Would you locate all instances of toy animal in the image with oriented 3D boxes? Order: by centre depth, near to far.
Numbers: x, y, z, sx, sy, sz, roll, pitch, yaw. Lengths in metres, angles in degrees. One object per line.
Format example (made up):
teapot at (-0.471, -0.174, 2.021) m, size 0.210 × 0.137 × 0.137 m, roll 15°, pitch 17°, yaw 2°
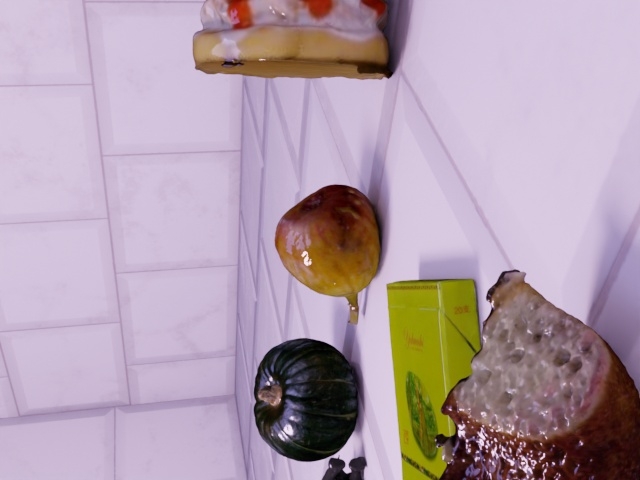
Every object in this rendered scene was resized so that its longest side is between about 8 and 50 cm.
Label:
toy animal at (0.042, 0.475, 1.263) m, size 0.245 × 0.114 × 0.146 m, roll -74°, pitch 0°, yaw -50°

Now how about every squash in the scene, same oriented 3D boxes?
squash at (-0.028, 0.274, 1.333) m, size 0.218 × 0.172 × 0.218 m, roll 176°, pitch 90°, yaw -76°

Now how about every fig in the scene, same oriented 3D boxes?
fig at (0.026, 0.041, 1.162) m, size 0.159 × 0.159 × 0.257 m, roll -108°, pitch 1°, yaw -50°

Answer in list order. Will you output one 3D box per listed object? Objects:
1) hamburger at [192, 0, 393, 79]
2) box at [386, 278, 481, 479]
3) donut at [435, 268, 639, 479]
hamburger at (-0.025, -0.306, 0.994) m, size 0.302 × 0.260 × 0.187 m, roll 20°, pitch 110°, yaw 57°
box at (0.132, 0.211, 0.863) m, size 0.187 × 0.047 × 0.335 m, roll 162°, pitch 103°, yaw -78°
donut at (0.167, 0.139, 0.543) m, size 0.187 × 0.144 × 0.126 m, roll -62°, pitch 22°, yaw 2°
